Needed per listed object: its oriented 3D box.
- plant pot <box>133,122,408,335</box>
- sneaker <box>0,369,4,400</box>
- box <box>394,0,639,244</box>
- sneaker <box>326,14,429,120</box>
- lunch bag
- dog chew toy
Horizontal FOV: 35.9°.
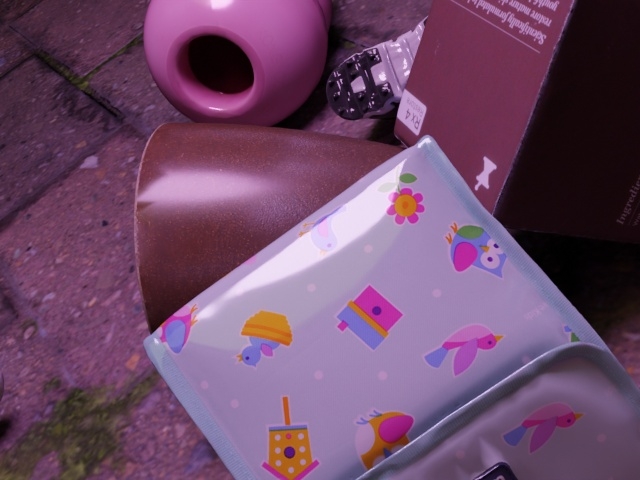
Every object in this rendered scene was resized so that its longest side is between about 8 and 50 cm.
[{"bbox_3d":[0.000,0.000,0.786,0.230,0.215,0.215,-6,40,12],"label":"plant pot"},{"bbox_3d":[-0.387,0.231,0.885,0.290,0.106,0.123,-45,46,-5],"label":"sneaker"},{"bbox_3d":[0.192,-0.107,0.702,0.203,0.167,0.168,6,26,-25],"label":"box"},{"bbox_3d":[0.126,-0.178,0.970,0.234,0.106,0.078,-22,78,24],"label":"sneaker"},{"bbox_3d":[0.059,0.109,0.595,0.223,0.160,0.262,-35,71,-5],"label":"lunch bag"},{"bbox_3d":[-0.079,-0.270,1.173,0.207,0.206,0.332,-16,30,23],"label":"dog chew toy"}]
